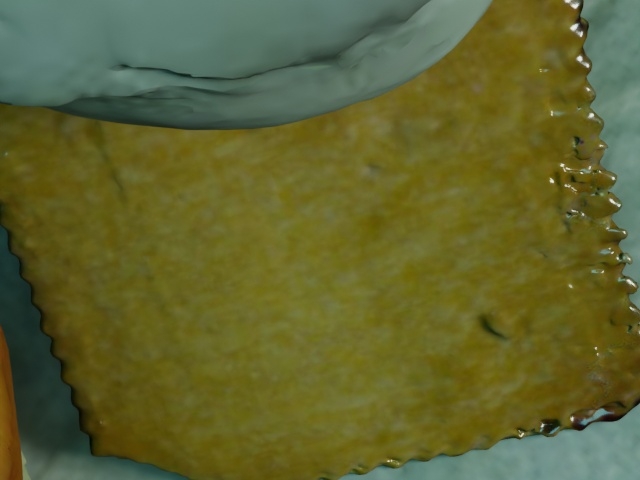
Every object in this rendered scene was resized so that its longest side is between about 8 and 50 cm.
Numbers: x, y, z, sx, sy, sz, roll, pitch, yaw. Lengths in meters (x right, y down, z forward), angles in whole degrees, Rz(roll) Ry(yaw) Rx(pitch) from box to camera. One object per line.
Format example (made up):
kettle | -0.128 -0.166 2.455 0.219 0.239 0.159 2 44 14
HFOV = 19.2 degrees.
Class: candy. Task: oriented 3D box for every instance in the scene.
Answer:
candy | -0.056 -0.172 0.583 0.295 0.185 0.295 -4 115 -9

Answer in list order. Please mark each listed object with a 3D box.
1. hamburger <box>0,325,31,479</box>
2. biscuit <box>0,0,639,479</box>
hamburger | -0.255 0.132 0.657 0.330 0.250 0.330 4 54 -5
biscuit | 0.000 0.000 0.735 0.237 0.013 0.232 -14 120 6
